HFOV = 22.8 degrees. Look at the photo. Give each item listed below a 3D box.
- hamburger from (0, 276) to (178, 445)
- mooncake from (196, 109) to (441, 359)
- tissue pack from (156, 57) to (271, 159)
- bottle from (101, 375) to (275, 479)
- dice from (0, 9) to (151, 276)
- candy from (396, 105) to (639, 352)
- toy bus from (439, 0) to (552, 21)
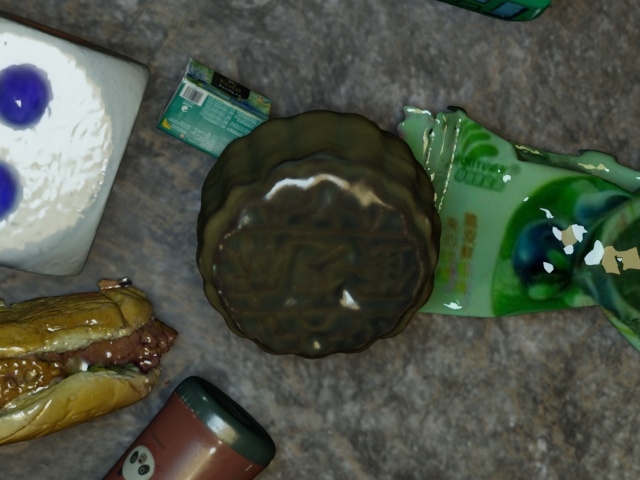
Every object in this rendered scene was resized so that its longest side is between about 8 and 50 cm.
[{"bbox_3d":[-0.331,0.148,1.831,0.282,0.245,0.155,-5,102,16],"label":"hamburger"},{"bbox_3d":[0.000,0.000,1.830,0.290,0.161,0.290,-1,121,-1],"label":"mooncake"},{"bbox_3d":[-0.125,-0.155,1.875,0.111,0.079,0.085,26,124,-13],"label":"tissue pack"},{"bbox_3d":[-0.212,0.326,1.893,0.144,0.144,0.336,42,91,-13],"label":"bottle"},{"bbox_3d":[-0.334,-0.113,1.749,0.243,0.259,0.251,19,95,-10],"label":"dice"},{"bbox_3d":[0.262,-0.010,1.924,0.398,0.172,0.263,11,92,1],"label":"candy"},{"bbox_3d":[0.127,-0.375,1.825,0.343,0.199,0.183,14,96,-10],"label":"toy bus"}]
